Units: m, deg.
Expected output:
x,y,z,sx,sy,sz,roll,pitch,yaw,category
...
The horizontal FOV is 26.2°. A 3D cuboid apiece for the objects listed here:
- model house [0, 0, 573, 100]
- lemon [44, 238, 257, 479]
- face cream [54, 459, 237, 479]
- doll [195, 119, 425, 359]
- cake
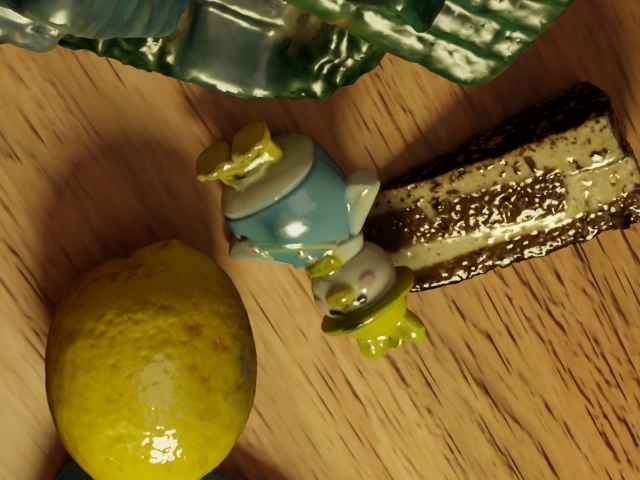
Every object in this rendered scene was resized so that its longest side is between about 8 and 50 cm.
x,y,z,sx,sy,sz,roll,pitch,yaw,category
-0.058,-0.256,0.864,0.445,0.400,0.395,21,99,-26,model house
-0.136,0.102,1.098,0.170,0.170,0.207,-8,104,-17,lemon
-0.113,0.272,1.211,0.264,0.083,0.149,22,101,-25,face cream
0.000,0.000,1.136,0.135,0.099,0.241,-39,110,-1,doll
0.162,-0.048,1.216,0.246,0.135,0.112,-19,109,21,cake
